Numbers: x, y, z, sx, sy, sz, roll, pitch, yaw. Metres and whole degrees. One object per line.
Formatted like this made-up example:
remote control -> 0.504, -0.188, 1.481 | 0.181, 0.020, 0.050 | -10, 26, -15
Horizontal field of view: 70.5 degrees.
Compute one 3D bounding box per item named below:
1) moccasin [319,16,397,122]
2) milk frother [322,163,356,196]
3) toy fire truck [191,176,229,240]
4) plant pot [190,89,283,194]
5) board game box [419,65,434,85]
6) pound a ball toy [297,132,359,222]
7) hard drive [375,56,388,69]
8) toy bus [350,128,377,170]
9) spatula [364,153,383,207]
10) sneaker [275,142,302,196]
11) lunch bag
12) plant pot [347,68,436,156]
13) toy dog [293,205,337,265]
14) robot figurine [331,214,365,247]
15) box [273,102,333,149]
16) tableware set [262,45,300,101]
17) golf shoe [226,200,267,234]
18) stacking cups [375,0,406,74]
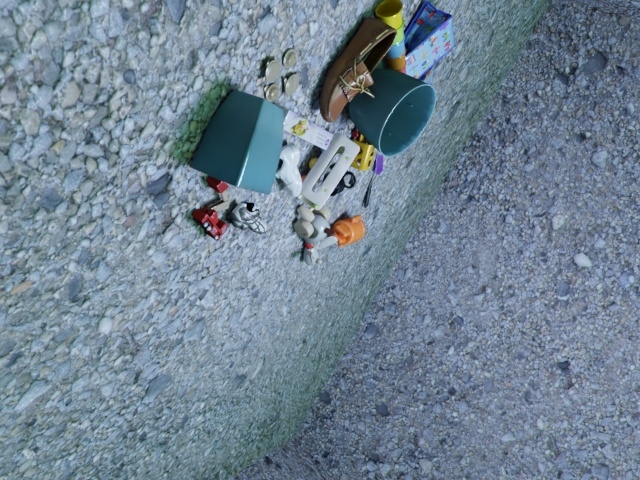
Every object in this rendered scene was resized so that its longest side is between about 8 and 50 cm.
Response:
moccasin -> 0.127, -0.560, 1.524 | 0.380, 0.147, 0.139 | -55, 157, -7
milk frother -> 0.105, -0.246, 1.882 | 0.135, 0.143, 0.129 | -28, 139, -50
toy fire truck -> -0.313, -0.093, 1.352 | 0.135, 0.047, 0.192 | -53, 157, -15
plant pot -> -0.202, -0.267, 1.220 | 0.165, 0.166, 0.234 | 5, 108, -65
board game box -> 0.469, -0.707, 2.143 | 0.194, 0.060, 0.194 | -56, 156, -6
pound a ball toy -> 0.000, -0.239, 1.738 | 0.319, 0.136, 0.208 | -56, -178, -5
hard drive -> 0.230, -0.665, 1.763 | 0.135, 0.022, 0.094 | -44, 153, -30
toy bus -> 0.186, -0.392, 1.891 | 0.190, 0.105, 0.202 | -58, 158, -13
spatula -> 0.266, -0.294, 2.287 | 0.084, 0.030, 0.296 | -30, 144, -52
sneaker -> -0.122, -0.230, 1.553 | 0.094, 0.080, 0.212 | -31, 140, -27
lunch bag -> 0.404, -0.774, 1.869 | 0.293, 0.138, 0.221 | -51, 160, 6
plant pot -> 0.243, -0.499, 1.690 | 0.293, 0.235, 0.293 | -34, 151, -22
toy dog -> 0.000, 0.000, 1.951 | 0.220, 0.161, 0.333 | -53, 156, -12
robot figurine -> 0.137, -0.046, 2.218 | 0.219, 0.128, 0.157 | -20, 109, -55
box -> -0.059, -0.369, 1.495 | 0.063, 0.067, 0.324 | -62, 158, 11
tableware set -> -0.113, -0.474, 1.316 | 0.169, 0.020, 0.141 | -42, 154, -36
golf shoe -> -0.224, -0.077, 1.515 | 0.093, 0.077, 0.198 | -61, 158, 6
stacking cups -> 0.264, -0.712, 1.659 | 0.096, 0.096, 0.316 | -52, 153, -15
